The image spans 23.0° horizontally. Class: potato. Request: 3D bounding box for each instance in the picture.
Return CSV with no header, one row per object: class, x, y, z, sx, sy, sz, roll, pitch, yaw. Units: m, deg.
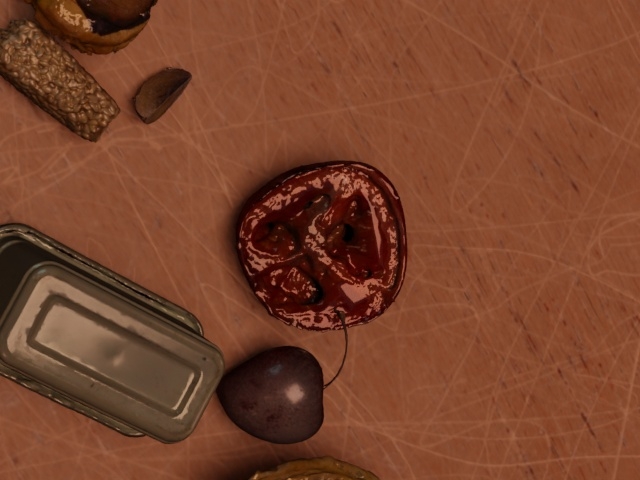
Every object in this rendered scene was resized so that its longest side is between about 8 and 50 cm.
potato,-0.200,-0.175,1.925,0.037,0.036,0.093,35,58,11

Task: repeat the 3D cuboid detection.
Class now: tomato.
tomato,0.000,-0.003,2.002,0.228,0.101,0.227,-3,103,-11

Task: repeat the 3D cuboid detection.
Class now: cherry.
cherry,-0.056,0.170,1.977,0.115,0.148,0.188,-49,146,-46

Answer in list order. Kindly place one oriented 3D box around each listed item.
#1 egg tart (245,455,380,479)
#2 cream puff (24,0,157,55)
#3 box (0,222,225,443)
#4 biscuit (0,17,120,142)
egg tart,-0.045,0.433,2.006,0.352,0.150,0.351,-5,102,-25
cream puff,-0.271,-0.304,1.820,0.189,0.129,0.189,9,77,-46
box,-0.266,0.120,1.845,0.312,0.182,0.175,30,83,-24
biscuit,-0.312,-0.186,1.841,0.168,0.082,0.070,42,81,-24
